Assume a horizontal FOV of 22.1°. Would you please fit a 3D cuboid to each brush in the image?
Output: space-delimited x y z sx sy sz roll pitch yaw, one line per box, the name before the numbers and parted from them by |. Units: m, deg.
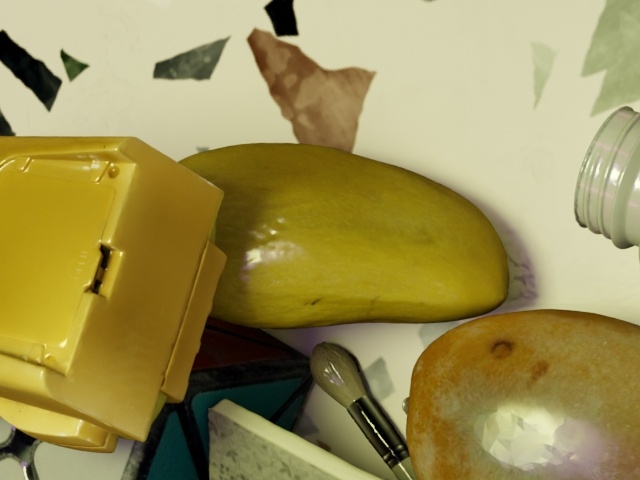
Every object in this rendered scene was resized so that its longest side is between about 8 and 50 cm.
brush | 0.084 0.213 1.504 0.039 0.042 0.299 -44 73 21

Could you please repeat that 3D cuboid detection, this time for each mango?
mango | -0.002 -0.005 1.459 0.332 0.195 0.142 3 129 -1
mango | 0.242 0.179 1.314 0.384 0.199 0.221 16 97 28

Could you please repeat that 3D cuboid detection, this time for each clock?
clock | -0.251 0.027 1.339 0.317 0.200 0.244 9 71 31

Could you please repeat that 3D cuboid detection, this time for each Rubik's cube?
Rubik's cube | -0.195 0.177 1.538 0.255 0.259 0.260 30 107 28

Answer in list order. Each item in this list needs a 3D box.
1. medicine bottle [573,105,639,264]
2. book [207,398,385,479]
medicine bottle | 0.366 -0.007 1.293 0.324 0.124 0.179 22 98 27
book | 0.005 0.340 1.453 0.264 0.031 0.379 24 128 29
